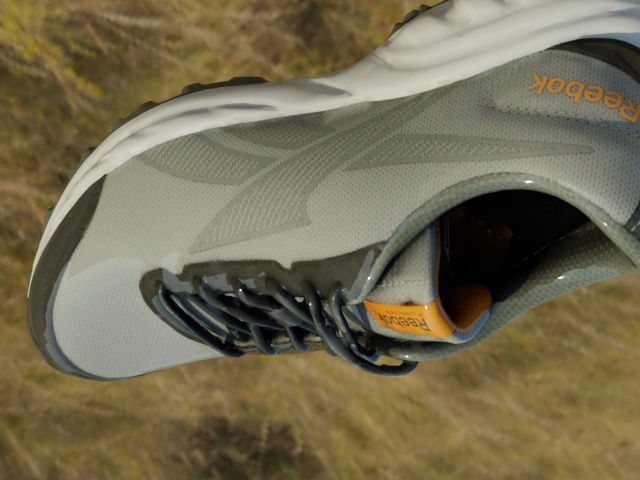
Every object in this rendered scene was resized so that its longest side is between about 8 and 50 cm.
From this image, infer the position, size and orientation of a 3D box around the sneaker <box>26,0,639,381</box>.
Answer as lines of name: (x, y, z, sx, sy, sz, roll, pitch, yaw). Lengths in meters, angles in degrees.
sneaker: (0.000, 0.000, 0.542, 0.271, 0.108, 0.100, -22, 135, 29)
